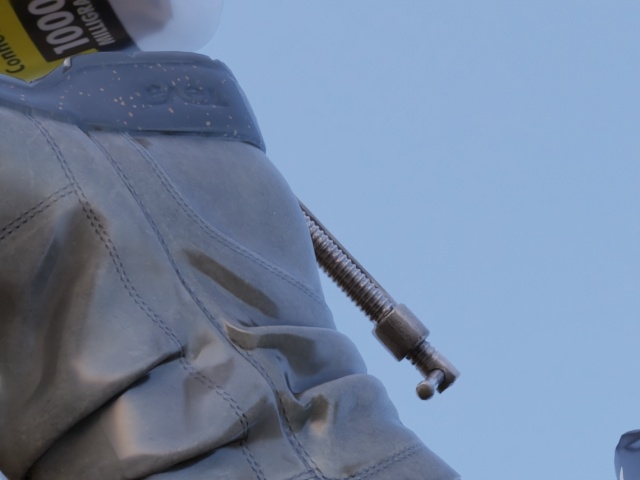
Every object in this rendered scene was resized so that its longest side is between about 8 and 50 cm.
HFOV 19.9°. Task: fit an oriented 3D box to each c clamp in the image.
[{"bbox_3d":[0.000,0.000,0.709,0.022,0.137,0.161,-44,-101,3],"label":"c clamp"}]

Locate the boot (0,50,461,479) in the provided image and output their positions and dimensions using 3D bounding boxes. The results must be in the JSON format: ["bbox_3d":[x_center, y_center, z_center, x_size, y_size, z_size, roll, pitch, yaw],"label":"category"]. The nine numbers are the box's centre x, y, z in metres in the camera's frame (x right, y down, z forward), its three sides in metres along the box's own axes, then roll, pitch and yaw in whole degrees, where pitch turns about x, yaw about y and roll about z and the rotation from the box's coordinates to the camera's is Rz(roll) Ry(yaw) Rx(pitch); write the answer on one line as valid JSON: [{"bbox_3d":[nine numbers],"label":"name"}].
[{"bbox_3d":[-0.075,0.034,0.426,0.083,0.246,0.161,-52,-122,40],"label":"boot"}]

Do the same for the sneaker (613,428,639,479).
[{"bbox_3d":[0.199,-0.006,0.464,0.302,0.121,0.108,-37,-66,-3],"label":"sneaker"}]

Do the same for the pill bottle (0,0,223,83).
[{"bbox_3d":[-0.227,-0.129,0.831,0.333,0.188,0.188,-17,-69,9],"label":"pill bottle"}]
